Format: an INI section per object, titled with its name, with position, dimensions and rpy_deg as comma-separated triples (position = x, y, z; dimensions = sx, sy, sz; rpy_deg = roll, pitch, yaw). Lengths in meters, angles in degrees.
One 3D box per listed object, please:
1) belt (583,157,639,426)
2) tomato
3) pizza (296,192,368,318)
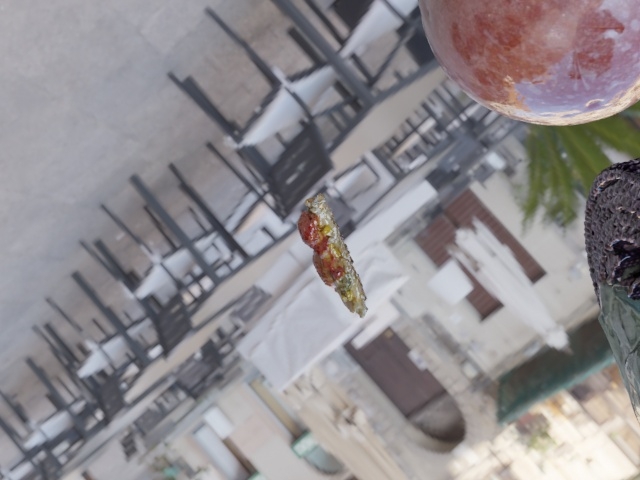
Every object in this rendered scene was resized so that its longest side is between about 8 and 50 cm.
[belt]
position = 0.281, 0.076, 0.695
dimensions = 0.122, 0.324, 0.260
rpy_deg = -14, 134, -3
[tomato]
position = 0.199, -0.233, 0.891
dimensions = 0.227, 0.270, 0.270
rpy_deg = -8, 174, 1
[pizza]
position = 0.002, 0.008, 0.783
dimensions = 0.029, 0.100, 0.099
rpy_deg = -22, -169, -5
